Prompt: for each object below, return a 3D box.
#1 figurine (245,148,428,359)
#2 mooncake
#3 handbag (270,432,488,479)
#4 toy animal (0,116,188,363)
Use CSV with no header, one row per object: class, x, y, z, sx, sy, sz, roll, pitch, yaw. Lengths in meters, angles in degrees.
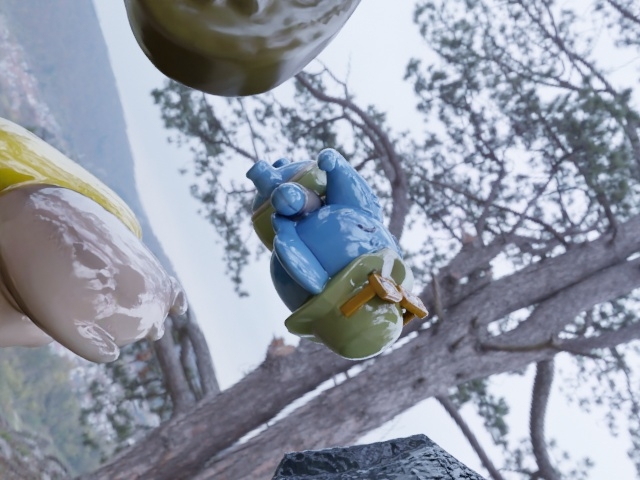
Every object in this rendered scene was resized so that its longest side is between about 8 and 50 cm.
figurine,-0.002,0.003,0.728,0.262,0.154,0.180,55,-11,22
mooncake,-0.061,-0.247,0.600,0.234,0.235,0.117,70,-22,8
handbag,0.065,0.282,0.756,0.175,0.271,0.088,175,-89,-77
toy animal,-0.334,0.039,0.809,0.345,0.247,0.277,43,3,11
